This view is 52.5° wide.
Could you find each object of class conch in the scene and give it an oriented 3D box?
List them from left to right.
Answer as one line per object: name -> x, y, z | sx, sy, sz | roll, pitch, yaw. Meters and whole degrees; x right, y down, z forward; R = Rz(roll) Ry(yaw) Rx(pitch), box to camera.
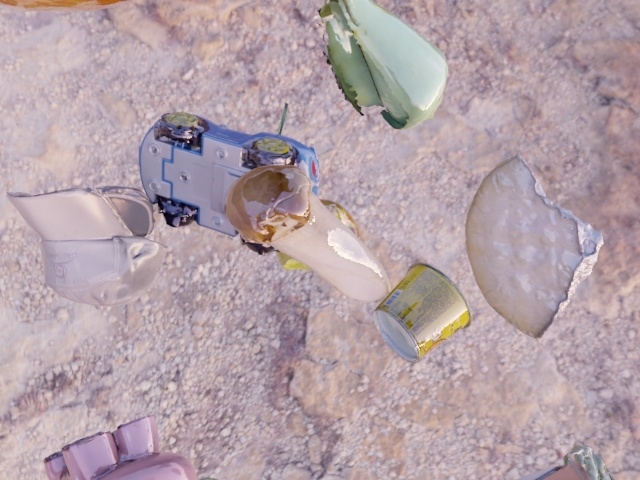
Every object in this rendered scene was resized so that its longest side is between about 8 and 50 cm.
conch -> 0.082, -0.270, 0.987 | 0.250, 0.143, 0.137 | 30, 85, -9

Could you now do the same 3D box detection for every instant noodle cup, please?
instant noodle cup -> 0.205, 0.159, 1.371 | 0.144, 0.182, 0.182 | -37, 80, -21

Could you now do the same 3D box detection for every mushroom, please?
mushroom -> 0.000, 0.000, 0.630 | 0.209, 0.084, 0.071 | 38, 35, -44

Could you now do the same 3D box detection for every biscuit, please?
biscuit -> 0.290, 0.012, 0.900 | 0.040, 0.188, 0.266 | -23, 103, -50

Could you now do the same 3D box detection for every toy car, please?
toy car -> -0.150, -0.113, 1.087 | 0.314, 0.198, 0.166 | 17, 33, 13

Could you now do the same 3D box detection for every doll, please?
doll -> -0.248, 0.385, 0.873 | 0.284, 0.216, 0.269 | -12, 73, -39

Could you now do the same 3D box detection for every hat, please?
hat -> -0.379, 0.006, 1.044 | 0.231, 0.275, 0.161 | -4, 54, 16

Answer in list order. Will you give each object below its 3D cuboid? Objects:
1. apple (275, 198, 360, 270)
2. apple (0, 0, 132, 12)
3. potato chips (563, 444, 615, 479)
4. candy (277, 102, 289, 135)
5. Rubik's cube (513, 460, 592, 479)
apple -> -0.013, 0.009, 1.850 | 0.246, 0.226, 0.246 | 33, 46, -42
apple -> -0.195, -0.312, 0.480 | 0.250, 0.277, 0.309 | -9, 61, -32
potato chips -> 0.507, 0.570, 1.108 | 0.373, 0.097, 0.389 | 41, 53, -2
candy -> -0.086, -0.157, 1.177 | 0.061, 0.203, 0.061 | 13, 35, -9
Rubik's cube -> 0.298, 0.470, 0.874 | 0.246, 0.250, 0.248 | -24, 77, 9
